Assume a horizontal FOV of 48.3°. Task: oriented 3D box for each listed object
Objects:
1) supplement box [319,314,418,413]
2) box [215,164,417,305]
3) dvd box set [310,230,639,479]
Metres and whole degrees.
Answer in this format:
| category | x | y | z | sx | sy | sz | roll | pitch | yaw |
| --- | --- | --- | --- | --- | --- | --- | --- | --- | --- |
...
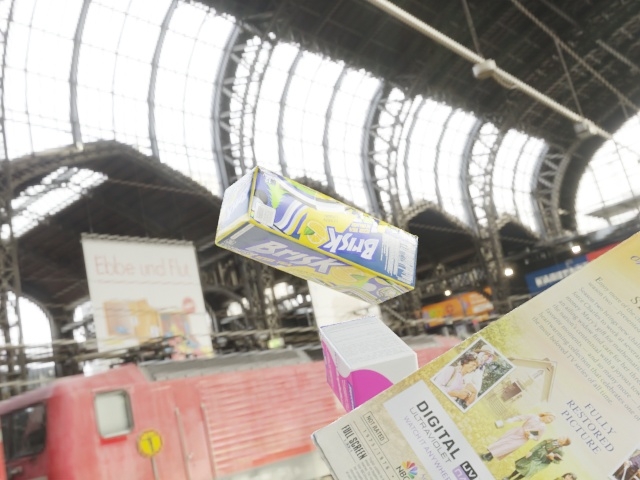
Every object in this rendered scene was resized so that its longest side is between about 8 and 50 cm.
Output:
| category | x | y | z | sx | sy | sz | roll | pitch | yaw |
| --- | --- | --- | --- | --- | --- | --- | --- | --- | --- |
| supplement box | 0.080 | 0.215 | 1.196 | 0.114 | 0.111 | 0.220 | -11 | 12 | -12 |
| box | 0.000 | 0.000 | 0.607 | 0.169 | 0.054 | 0.059 | 23 | -32 | -28 |
| dvd box set | 0.243 | 0.182 | 0.598 | 0.421 | 0.307 | 0.062 | -31 | -38 | -7 |
